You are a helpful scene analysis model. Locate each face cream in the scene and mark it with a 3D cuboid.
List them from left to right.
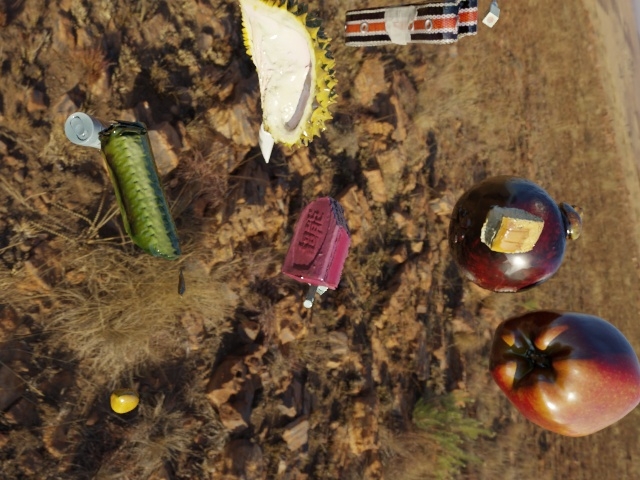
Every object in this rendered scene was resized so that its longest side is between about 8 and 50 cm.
[{"bbox_3d":[-0.189,-0.349,1.569,0.058,0.244,0.092,-19,86,-15],"label":"face cream"}]

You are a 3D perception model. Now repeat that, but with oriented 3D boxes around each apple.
[{"bbox_3d":[0.549,0.292,1.031,0.317,0.288,0.287,25,63,-33],"label":"apple"}]

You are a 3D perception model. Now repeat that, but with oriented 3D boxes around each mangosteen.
[{"bbox_3d":[0.461,-0.010,1.104,0.294,0.297,0.296,19,67,-29],"label":"mangosteen"}]

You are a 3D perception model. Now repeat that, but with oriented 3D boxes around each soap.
[{"bbox_3d":[0.000,0.000,1.272,0.099,0.162,0.249,32,69,-46],"label":"soap"}]

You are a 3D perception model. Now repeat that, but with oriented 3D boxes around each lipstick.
[{"bbox_3d":[0.466,-0.626,1.224,0.030,0.030,0.129,29,52,-8],"label":"lipstick"}]

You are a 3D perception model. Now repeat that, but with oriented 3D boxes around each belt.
[{"bbox_3d":[0.192,-0.507,1.055,0.126,0.360,0.094,-28,122,-35],"label":"belt"}]

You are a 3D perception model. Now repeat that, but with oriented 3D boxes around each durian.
[{"bbox_3d":[-0.035,-0.272,0.732,0.138,0.183,0.249,-18,104,-53],"label":"durian"}]

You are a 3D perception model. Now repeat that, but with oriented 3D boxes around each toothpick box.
[{"bbox_3d":[-0.741,-0.355,1.478,0.153,0.101,0.101,-24,103,-81],"label":"toothpick box"}]

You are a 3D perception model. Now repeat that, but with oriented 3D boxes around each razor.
[{"bbox_3d":[-0.028,0.162,1.484,0.106,0.068,0.232,43,17,-5],"label":"razor"}]

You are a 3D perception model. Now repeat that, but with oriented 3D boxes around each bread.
[{"bbox_3d":[0.336,-0.018,0.794,0.076,0.084,0.070,-111,-155,-64],"label":"bread"}]

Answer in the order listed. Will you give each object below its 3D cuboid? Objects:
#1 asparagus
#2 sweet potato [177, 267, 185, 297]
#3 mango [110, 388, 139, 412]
[{"bbox_3d":[-0.419,-0.111,1.047,0.108,0.129,0.381,14,51,-67],"label":"asparagus"},{"bbox_3d":[-0.430,0.134,1.392,0.026,0.026,0.115,36,25,-42],"label":"sweet potato"},{"bbox_3d":[-0.581,0.472,1.336,0.080,0.114,0.060,-3,53,-16],"label":"mango"}]
